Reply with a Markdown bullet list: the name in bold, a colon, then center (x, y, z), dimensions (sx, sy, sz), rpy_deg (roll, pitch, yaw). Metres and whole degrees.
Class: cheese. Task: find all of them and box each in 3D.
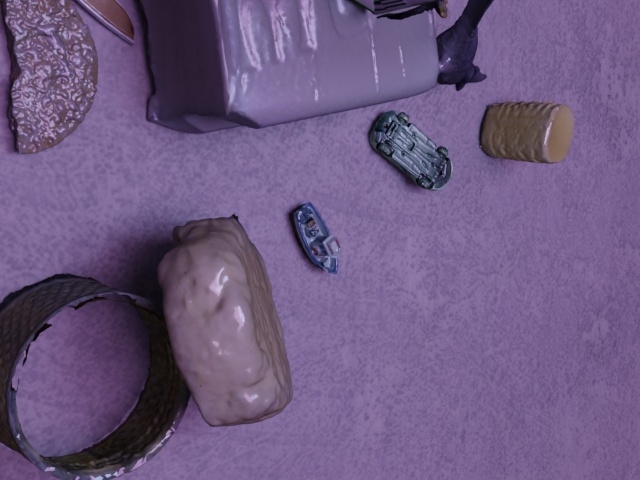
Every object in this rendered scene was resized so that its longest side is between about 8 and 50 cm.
- **cheese**: center (-0.131, 0.110, 1.200), dimensions (0.115, 0.326, 0.318), rpy_deg (-17, 123, 2)
- **cheese**: center (0.413, -0.217, 1.675), dimensions (0.093, 0.167, 0.123), rpy_deg (20, 85, -42)

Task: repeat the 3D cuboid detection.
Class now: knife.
- **knife**: center (-0.345, -0.367, 1.158), dimensions (0.256, 0.022, 0.046), rpy_deg (46, 61, -36)

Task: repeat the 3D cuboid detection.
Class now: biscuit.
- **biscuit**: center (-0.367, -0.246, 1.146), dimensions (0.133, 0.032, 0.250), rpy_deg (-8, 98, -39)

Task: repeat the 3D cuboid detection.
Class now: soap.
- **soap**: center (-0.047, -0.358, 1.277), dimensions (0.434, 0.212, 0.351), rpy_deg (-15, 102, -38)

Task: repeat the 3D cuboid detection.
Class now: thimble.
- **thimble**: center (-0.324, 0.185, 1.146), dimensions (0.270, 0.150, 0.271), rpy_deg (-4, 97, -38)

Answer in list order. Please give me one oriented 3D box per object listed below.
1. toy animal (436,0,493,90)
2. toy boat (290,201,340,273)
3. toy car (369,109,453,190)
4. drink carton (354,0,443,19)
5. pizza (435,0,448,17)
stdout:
- **toy animal**: center (0.223, -0.336, 1.514), dimensions (0.205, 0.367, 0.081), rpy_deg (-29, 73, -2)
- **toy boat**: center (0.000, 0.000, 1.436), dimensions (0.059, 0.066, 0.140), rpy_deg (-40, 118, -32)
- **toy car**: center (0.167, -0.161, 1.558), dimensions (0.186, 0.058, 0.093), rpy_deg (37, 72, -22)
- **drink carton**: center (0.120, -0.456, 1.171), dimensions (0.108, 0.161, 0.271), rpy_deg (26, 77, -37)
- **pizza**: center (0.204, -0.480, 1.401), dimensions (0.073, 0.365, 0.182), rpy_deg (-11, 91, 2)
